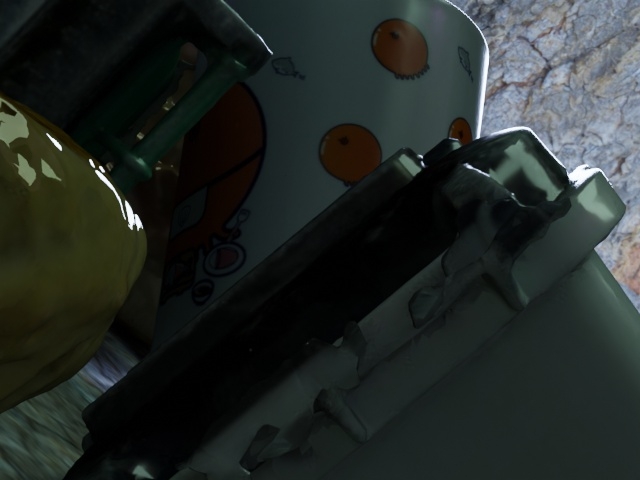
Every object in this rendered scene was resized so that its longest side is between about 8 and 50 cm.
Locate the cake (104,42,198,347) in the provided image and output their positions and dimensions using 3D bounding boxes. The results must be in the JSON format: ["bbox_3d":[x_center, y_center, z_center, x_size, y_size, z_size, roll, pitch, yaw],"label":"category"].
[{"bbox_3d":[-0.126,-0.091,1.373,0.314,0.307,0.293,43,-2,-5],"label":"cake"}]

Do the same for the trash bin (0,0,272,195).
[{"bbox_3d":[-0.192,-0.120,0.900,0.295,0.259,0.381,43,-3,1],"label":"trash bin"}]

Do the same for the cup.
[{"bbox_3d":[0.000,0.000,1.082,0.212,0.317,0.212,6,-22,2],"label":"cup"}]

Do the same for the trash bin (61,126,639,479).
[{"bbox_3d":[0.087,0.154,0.608,0.368,0.256,0.296,51,-2,0],"label":"trash bin"}]

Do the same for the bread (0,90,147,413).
[{"bbox_3d":[-0.170,-0.026,0.454,0.244,0.134,0.244,40,1,-1],"label":"bread"}]
